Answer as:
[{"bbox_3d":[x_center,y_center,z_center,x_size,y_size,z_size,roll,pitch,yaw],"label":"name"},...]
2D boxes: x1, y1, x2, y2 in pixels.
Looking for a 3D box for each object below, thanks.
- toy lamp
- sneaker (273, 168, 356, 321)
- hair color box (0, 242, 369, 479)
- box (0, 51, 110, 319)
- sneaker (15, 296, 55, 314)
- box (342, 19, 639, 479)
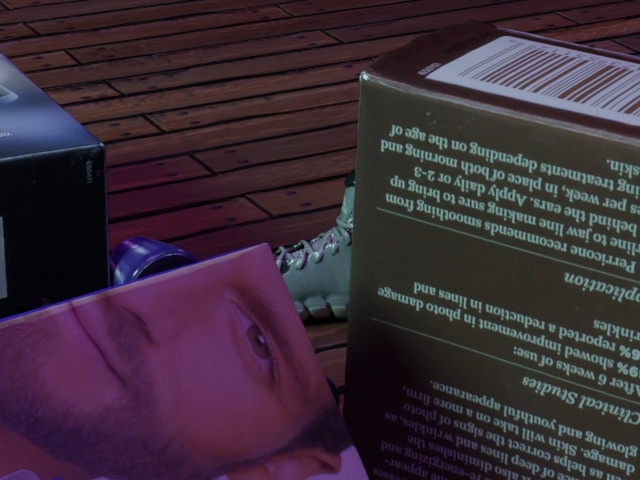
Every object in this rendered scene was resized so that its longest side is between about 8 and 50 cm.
[{"bbox_3d":[-0.087,0.073,1.247,0.080,0.080,0.274,-15,33,-31],"label":"toy lamp"},{"bbox_3d":[0.000,0.000,1.344,0.228,0.132,0.086,1,25,-4],"label":"sneaker"},{"bbox_3d":[-0.121,0.128,0.698,0.110,0.185,0.339,-26,-5,34],"label":"hair color box"},{"bbox_3d":[-0.369,-0.033,1.337,0.296,0.183,0.294,-11,27,-27],"label":"box"},{"bbox_3d":[-0.164,0.113,1.079,0.293,0.146,0.102,3,26,4],"label":"sneaker"},{"bbox_3d":[0.124,0.086,0.883,0.191,0.381,0.143,17,27,28],"label":"box"}]
